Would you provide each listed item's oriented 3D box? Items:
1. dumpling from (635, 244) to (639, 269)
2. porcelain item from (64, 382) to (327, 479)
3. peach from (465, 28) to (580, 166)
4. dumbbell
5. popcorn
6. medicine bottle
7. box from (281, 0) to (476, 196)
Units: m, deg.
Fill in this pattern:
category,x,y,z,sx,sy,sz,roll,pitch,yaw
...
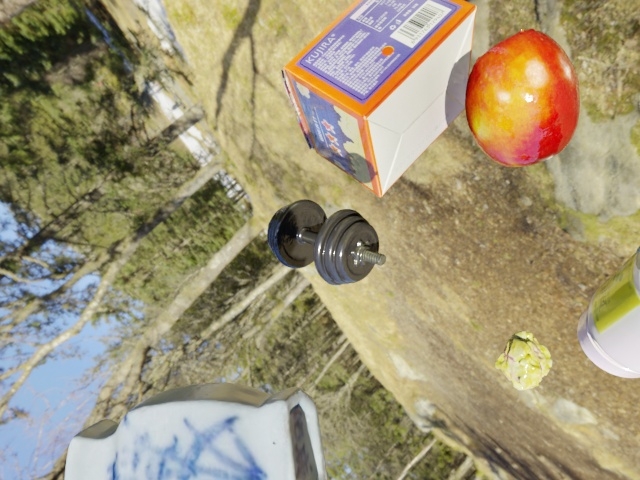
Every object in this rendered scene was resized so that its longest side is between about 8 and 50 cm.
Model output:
category,x,y,z,sx,sy,sz,roll,pitch,yaw
dumpling,0.492,-0.021,0.582,0.105,0.216,0.149,9,121,25
porcelain item,-0.203,0.360,0.725,0.178,0.405,0.242,44,-147,-61
peach,0.350,-0.250,0.785,0.190,0.196,0.226,0,122,46
dumbbell,0.000,0.000,0.586,0.208,0.099,0.099,18,153,43
popcorn,0.414,0.244,0.905,0.089,0.097,0.109,130,140,-57
medicine bottle,0.652,0.138,0.850,0.213,0.213,0.378,42,167,27
box,0.143,-0.356,1.043,0.257,0.348,0.318,40,171,25
